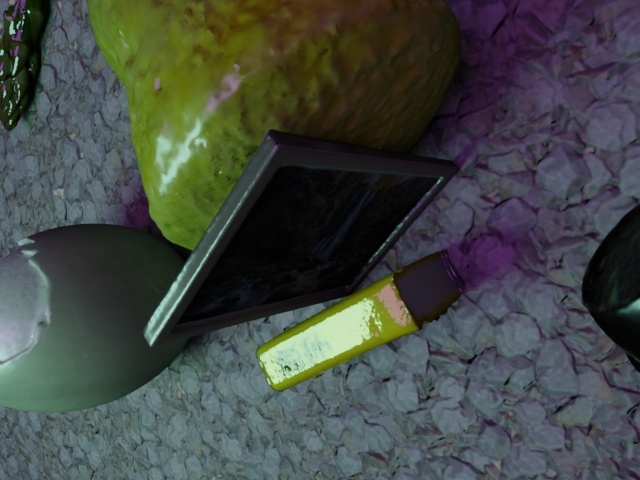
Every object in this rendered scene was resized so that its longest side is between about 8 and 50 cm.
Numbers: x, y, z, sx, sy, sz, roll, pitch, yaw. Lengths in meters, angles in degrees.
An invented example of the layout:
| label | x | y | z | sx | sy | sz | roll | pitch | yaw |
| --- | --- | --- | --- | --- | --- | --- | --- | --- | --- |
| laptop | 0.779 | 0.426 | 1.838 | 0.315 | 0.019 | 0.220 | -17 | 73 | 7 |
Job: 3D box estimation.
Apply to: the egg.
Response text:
| label | x | y | z | sx | sy | sz | roll | pitch | yaw |
| --- | --- | --- | --- | --- | --- | --- | --- | --- | --- |
| egg | -0.371 | 0.116 | 0.804 | 0.278 | 0.336 | 0.278 | 7 | 101 | 38 |

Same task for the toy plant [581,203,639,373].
| label | x | y | z | sx | sy | sz | roll | pitch | yaw |
| --- | --- | --- | --- | --- | --- | --- | --- | --- | --- |
| toy plant | 0.360 | 0.057 | 0.437 | 0.235 | 0.175 | 0.218 | 28 | 122 | -4 |

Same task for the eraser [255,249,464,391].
| label | x | y | z | sx | sy | sz | roll | pitch | yaw |
| --- | --- | --- | --- | --- | --- | --- | --- | --- | --- |
| eraser | 0.046 | 0.099 | 0.636 | 0.226 | 0.158 | 0.069 | -33 | 82 | 32 |

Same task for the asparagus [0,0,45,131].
| label | x | y | z | sx | sy | sz | roll | pitch | yaw |
| --- | --- | --- | --- | --- | --- | --- | --- | --- | --- |
| asparagus | -0.579 | -0.345 | 1.007 | 0.080 | 0.080 | 0.287 | 30 | 113 | 25 |

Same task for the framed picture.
| label | x | y | z | sx | sy | sz | roll | pitch | yaw |
| --- | --- | --- | --- | --- | --- | --- | --- | --- | --- |
| framed picture | 0.000 | 0.000 | 0.550 | 0.020 | 0.324 | 0.240 | 51 | 119 | 24 |

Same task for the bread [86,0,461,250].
| label | x | y | z | sx | sy | sz | roll | pitch | yaw |
| --- | --- | --- | --- | --- | --- | --- | --- | --- | --- |
| bread | -0.064 | -0.175 | 0.561 | 0.348 | 0.348 | 0.308 | -49 | 67 | 29 |
